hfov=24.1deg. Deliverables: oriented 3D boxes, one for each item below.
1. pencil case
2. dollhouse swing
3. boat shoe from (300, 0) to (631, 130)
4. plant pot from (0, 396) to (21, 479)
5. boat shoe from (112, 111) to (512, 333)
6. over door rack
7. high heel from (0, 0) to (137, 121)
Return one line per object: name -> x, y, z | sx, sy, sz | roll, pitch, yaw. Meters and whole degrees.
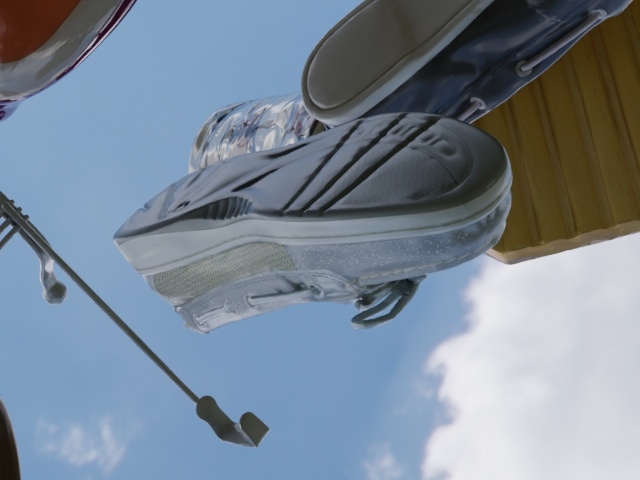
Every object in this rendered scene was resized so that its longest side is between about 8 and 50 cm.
pencil case -> -0.011, -0.072, 1.613 | 0.159, 0.410, 0.184 | -13, -83, -22
dollhouse swing -> 0.238, -0.207, 1.502 | 0.346, 0.315, 0.305 | -14, -138, 12
boat shoe -> 0.136, -0.166, 0.984 | 0.095, 0.335, 0.112 | 29, -143, -44
plant pot -> -0.367, 0.252, 1.411 | 0.109, 0.237, 0.237 | -3, -130, 5
boat shoe -> -0.002, 0.002, 0.901 | 0.118, 0.320, 0.103 | -45, -67, -37
over door rack -> -0.242, 0.144, 1.225 | 0.324, 0.108, 0.239 | 44, -115, -11
high heel -> -0.202, -0.136, 0.921 | 0.181, 0.377, 0.127 | -36, -79, -57
